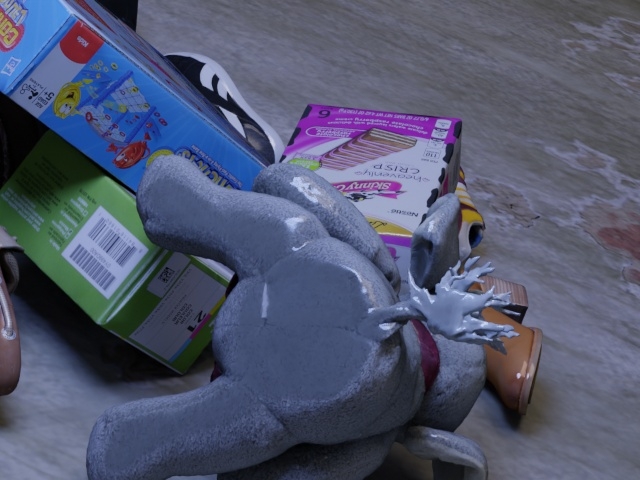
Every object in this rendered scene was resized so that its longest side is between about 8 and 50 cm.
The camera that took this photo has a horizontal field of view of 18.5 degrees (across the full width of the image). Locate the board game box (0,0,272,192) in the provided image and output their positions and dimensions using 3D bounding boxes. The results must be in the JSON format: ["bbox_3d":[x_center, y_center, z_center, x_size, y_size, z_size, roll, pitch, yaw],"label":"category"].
[{"bbox_3d":[-0.195,-0.143,1.731,0.302,0.086,0.308,38,5,-39],"label":"board game box"}]

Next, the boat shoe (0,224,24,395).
[{"bbox_3d":[-0.303,0.023,1.590,0.116,0.123,0.324,10,36,-22],"label":"boat shoe"}]

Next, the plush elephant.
[{"bbox_3d":[0.020,0.088,1.523,0.330,0.272,0.255,-3,-18,20],"label":"plush elephant"}]

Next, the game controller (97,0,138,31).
[{"bbox_3d":[-0.266,-0.231,2.077,0.166,0.067,0.319,39,29,-28],"label":"game controller"}]

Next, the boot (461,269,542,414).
[{"bbox_3d":[0.115,0.088,1.774,0.152,0.073,0.197,8,24,-8],"label":"boot"}]

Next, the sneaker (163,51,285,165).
[{"bbox_3d":[-0.140,-0.129,2.011,0.121,0.079,0.217,-6,36,-42],"label":"sneaker"}]

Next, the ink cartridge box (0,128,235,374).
[{"bbox_3d":[-0.140,0.033,1.702,0.189,0.097,0.255,40,0,38],"label":"ink cartridge box"}]

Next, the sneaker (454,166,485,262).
[{"bbox_3d":[0.128,-0.026,2.009,0.084,0.069,0.185,41,23,-3],"label":"sneaker"}]

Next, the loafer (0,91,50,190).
[{"bbox_3d":[-0.396,-0.129,1.827,0.366,0.134,0.130,28,39,29],"label":"loafer"}]

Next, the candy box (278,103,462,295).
[{"bbox_3d":[0.037,-0.042,1.847,0.159,0.071,0.233,6,33,10],"label":"candy box"}]
